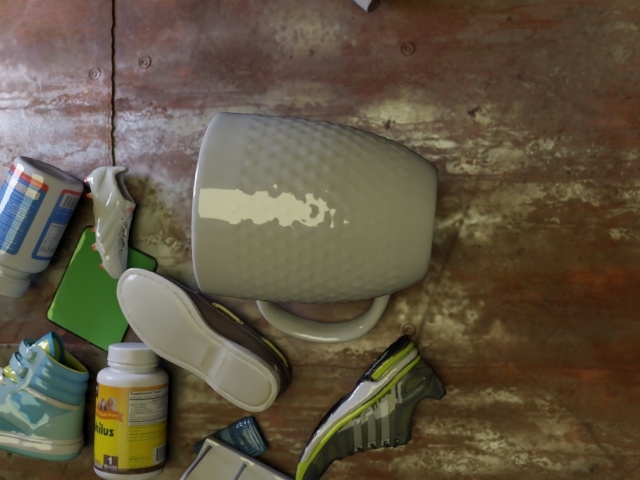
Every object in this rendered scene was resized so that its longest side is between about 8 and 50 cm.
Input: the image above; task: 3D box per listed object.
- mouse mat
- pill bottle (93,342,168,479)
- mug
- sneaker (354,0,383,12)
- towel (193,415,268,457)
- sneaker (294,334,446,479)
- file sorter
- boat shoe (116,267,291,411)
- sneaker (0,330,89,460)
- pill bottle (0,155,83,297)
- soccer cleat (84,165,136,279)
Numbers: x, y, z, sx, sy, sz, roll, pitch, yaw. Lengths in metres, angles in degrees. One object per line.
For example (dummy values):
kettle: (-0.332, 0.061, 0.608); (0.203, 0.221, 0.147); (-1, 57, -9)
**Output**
mouse mat: (-0.383, 0.086, 1.472); (0.153, 0.007, 0.189); (27, 97, 10)
pill bottle: (-0.313, 0.281, 1.402); (0.117, 0.117, 0.214); (3, 91, 12)
mug: (0.000, 0.000, 1.279); (0.328, 0.276, 0.374); (5, 122, 5)
sneaker: (0.121, -0.510, 1.307); (0.121, 0.108, 0.302); (39, 99, 5)
towel: (-0.151, 0.346, 1.413); (0.119, 0.029, 0.067); (-29, 84, 11)
sneaker: (0.074, 0.295, 1.328); (0.121, 0.111, 0.300); (42, 101, 5)
file sorter: (-0.113, 0.476, 1.316); (0.278, 0.173, 0.192); (27, 99, 4)
boat shoe: (-0.190, 0.153, 1.386); (0.324, 0.097, 0.116); (35, 108, 11)
sneaker: (-0.544, 0.240, 1.437); (0.319, 0.127, 0.208); (13, 92, -7)
pill bottle: (-0.504, -0.021, 1.437); (0.124, 0.124, 0.221); (28, 95, 10)
soccer cleat: (-0.347, -0.033, 1.431); (0.076, 0.068, 0.196); (-12, 82, 6)
